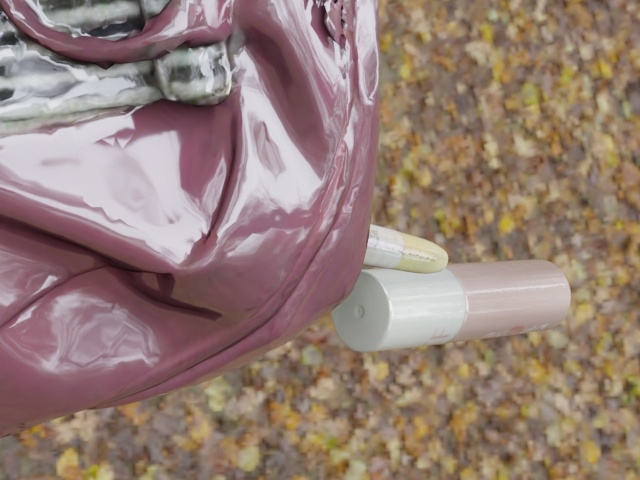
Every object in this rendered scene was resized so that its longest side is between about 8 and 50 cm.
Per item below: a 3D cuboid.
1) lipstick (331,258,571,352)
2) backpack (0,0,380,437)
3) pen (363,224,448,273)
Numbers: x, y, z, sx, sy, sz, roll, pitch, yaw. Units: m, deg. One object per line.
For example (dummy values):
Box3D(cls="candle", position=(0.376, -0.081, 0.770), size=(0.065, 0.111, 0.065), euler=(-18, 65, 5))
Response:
Box3D(cls="lipstick", position=(0.122, 0.055, 1.074), size=(0.254, 0.070, 0.070), euler=(-2, 82, -45))
Box3D(cls="backpack", position=(-0.130, -0.054, 0.399), size=(0.197, 0.317, 0.283), euler=(2, 82, -59))
Box3D(cls="pen", position=(0.000, 0.000, 0.851), size=(0.233, 0.032, 0.040), euler=(14, 101, -36))
